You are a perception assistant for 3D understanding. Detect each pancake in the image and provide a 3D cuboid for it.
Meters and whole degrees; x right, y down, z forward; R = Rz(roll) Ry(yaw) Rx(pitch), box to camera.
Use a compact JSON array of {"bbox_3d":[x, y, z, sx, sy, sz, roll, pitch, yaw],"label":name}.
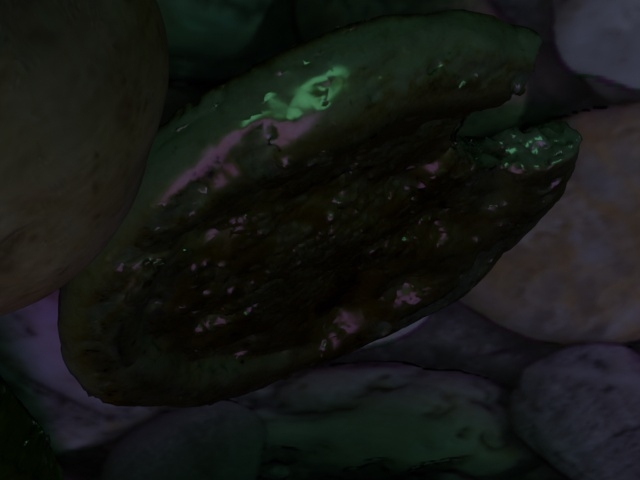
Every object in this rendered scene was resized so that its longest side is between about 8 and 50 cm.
[{"bbox_3d":[0.000,0.000,0.637,0.253,0.037,0.253,-22,153,-12],"label":"pancake"}]

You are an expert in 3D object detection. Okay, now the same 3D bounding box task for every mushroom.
[{"bbox_3d":[-0.166,-0.076,0.488,0.255,0.184,0.255,19,173,2],"label":"mushroom"}]

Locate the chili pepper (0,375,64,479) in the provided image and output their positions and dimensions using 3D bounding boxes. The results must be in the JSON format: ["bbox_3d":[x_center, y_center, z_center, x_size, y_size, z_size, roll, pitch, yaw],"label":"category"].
[{"bbox_3d":[-0.180,0.079,0.681,0.085,0.076,0.359,16,164,23],"label":"chili pepper"}]
